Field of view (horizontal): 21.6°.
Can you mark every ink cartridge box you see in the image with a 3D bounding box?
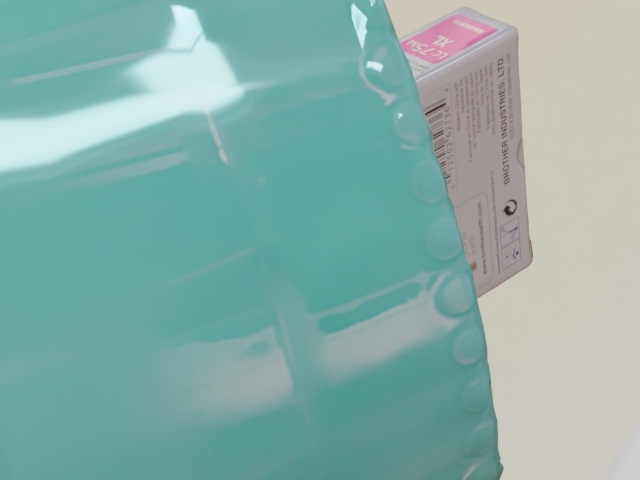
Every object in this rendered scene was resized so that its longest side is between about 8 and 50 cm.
[{"bbox_3d":[0.000,0.000,1.030,0.311,0.065,0.186,-32,-49,-30],"label":"ink cartridge box"}]

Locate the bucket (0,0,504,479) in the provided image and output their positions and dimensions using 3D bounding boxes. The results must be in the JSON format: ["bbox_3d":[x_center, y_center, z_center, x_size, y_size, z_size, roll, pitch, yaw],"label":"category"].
[{"bbox_3d":[-0.087,0.006,0.435,0.183,0.281,0.281,-19,-15,-13],"label":"bucket"}]
